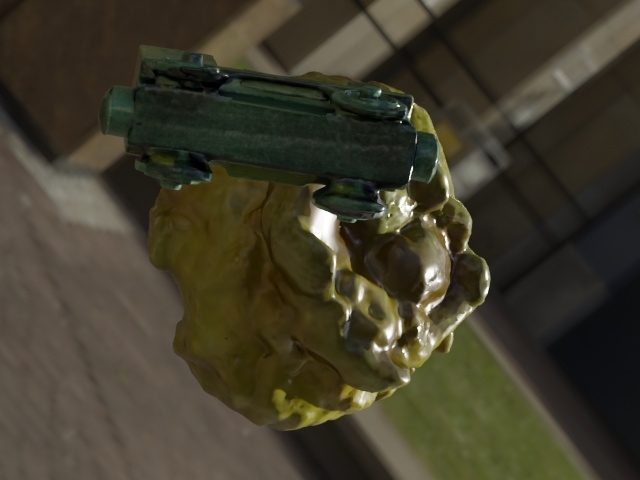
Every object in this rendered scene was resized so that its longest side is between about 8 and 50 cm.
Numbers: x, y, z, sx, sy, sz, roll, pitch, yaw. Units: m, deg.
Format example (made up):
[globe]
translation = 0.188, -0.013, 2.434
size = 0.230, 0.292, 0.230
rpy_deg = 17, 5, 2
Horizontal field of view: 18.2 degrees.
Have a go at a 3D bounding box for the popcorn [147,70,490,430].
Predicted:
[popcorn]
translation = 0.005, 0.001, 1.048
size = 0.197, 0.155, 0.198
rpy_deg = 27, 53, -43

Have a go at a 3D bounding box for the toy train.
[toy train]
translation = -0.020, -0.040, 0.721
size = 0.122, 0.050, 0.081
rpy_deg = 9, 10, -9
